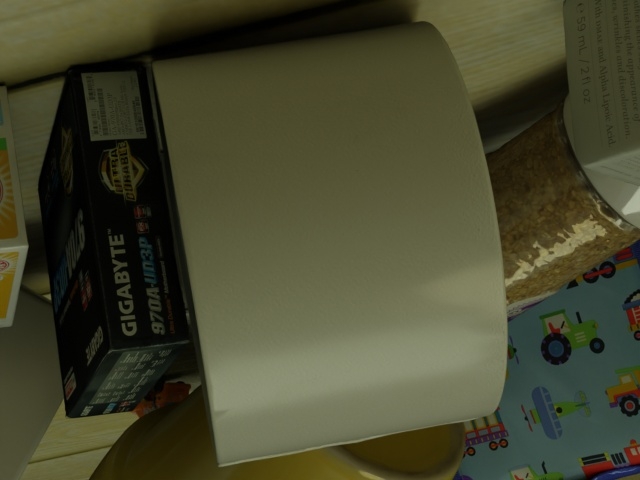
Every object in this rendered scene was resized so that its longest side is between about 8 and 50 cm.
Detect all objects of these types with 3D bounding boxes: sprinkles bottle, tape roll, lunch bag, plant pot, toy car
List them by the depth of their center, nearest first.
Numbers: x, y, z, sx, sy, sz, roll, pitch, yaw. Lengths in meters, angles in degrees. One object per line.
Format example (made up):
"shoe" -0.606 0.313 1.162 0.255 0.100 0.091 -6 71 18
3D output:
"tape roll" 0.000 0.000 0.893 0.169 0.246 0.246 -10 166 -6
"plant pot" -0.024 0.186 1.083 0.254 0.254 0.239 3 134 -43
"sprinkles bottle" 0.124 0.005 1.121 0.121 0.121 0.355 5 147 -47
"toy car" -0.145 0.130 1.195 0.060 0.040 0.122 -13 165 12
"lunch bag" 0.188 0.081 1.232 0.221 0.293 0.138 -17 164 25

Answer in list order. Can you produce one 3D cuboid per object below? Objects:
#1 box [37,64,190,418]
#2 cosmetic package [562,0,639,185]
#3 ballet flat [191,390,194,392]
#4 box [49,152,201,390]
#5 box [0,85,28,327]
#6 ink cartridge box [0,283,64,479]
"box" -0.139 0.009 0.961 0.051 0.175 0.220 -6 165 -18
"cosmetic package" 0.258 -0.115 0.848 0.085 0.117 0.231 12 158 -43
"ballet flat" -0.108 0.122 1.599 0.248 0.086 0.086 -2 163 -31
"box" -0.115 0.037 1.187 0.148 0.121 0.311 -5 164 -23
"box" -0.251 -0.011 0.945 0.114 0.103 0.203 -6 165 -16
"ink cartridge box" -0.354 0.199 1.241 0.166 0.285 0.395 29 155 -9
